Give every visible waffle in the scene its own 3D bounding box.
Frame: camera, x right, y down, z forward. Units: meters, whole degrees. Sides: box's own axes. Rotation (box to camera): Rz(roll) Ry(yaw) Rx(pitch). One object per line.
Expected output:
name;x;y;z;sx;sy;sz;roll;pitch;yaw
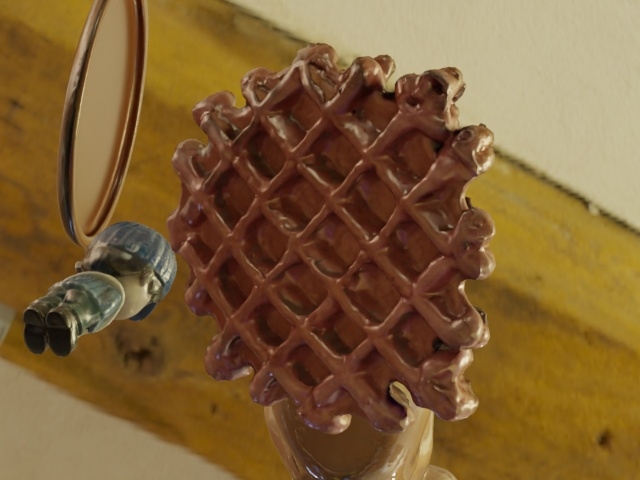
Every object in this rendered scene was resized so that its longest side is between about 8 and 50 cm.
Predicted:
waffle;0.000;0.000;0.903;0.234;0.055;0.221;6;-80;40

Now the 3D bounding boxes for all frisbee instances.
frisbee;-0.189;-0.116;1.410;0.021;0.251;0.250;11;-61;5

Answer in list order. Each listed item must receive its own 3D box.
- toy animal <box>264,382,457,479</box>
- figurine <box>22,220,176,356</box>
toy animal;0.031;0.137;1.336;0.167;0.154;0.250;3;-42;8
figurine;-0.163;0.031;1.165;0.077;0.136;0.079;3;-78;29
